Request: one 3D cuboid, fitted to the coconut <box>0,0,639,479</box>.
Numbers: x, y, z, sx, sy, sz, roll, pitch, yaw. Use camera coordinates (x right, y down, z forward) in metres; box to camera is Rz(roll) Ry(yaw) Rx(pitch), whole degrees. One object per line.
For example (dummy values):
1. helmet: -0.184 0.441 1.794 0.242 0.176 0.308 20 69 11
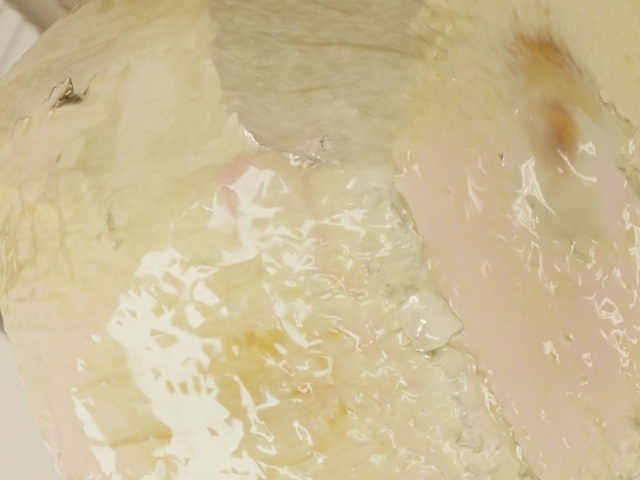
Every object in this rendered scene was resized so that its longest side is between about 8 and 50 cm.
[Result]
1. coconut: 0.000 0.000 0.824 0.404 0.404 0.404 18 160 7
